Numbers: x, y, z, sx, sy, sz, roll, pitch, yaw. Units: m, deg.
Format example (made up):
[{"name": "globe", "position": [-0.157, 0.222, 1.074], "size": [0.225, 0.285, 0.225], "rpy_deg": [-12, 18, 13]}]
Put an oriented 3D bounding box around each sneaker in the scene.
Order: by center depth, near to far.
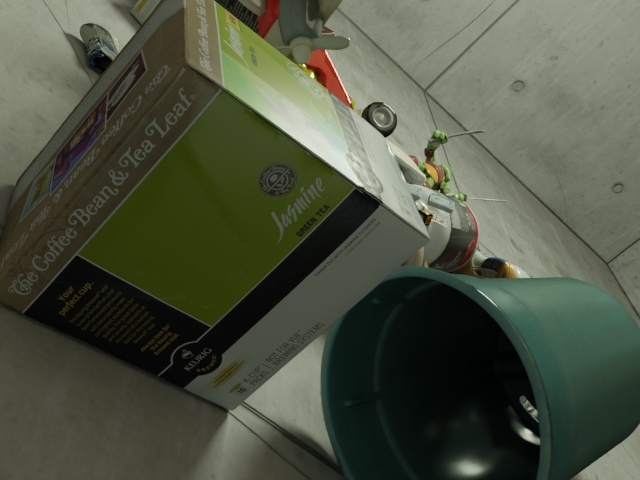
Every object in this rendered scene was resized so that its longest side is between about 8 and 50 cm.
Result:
[{"name": "sneaker", "position": [-0.358, -0.308, 1.304], "size": [0.135, 0.052, 0.058], "rpy_deg": [50, 27, 12]}, {"name": "sneaker", "position": [0.380, 0.084, 1.812], "size": [0.131, 0.112, 0.296], "rpy_deg": [22, 6, -25]}]

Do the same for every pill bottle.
[{"name": "pill bottle", "position": [0.210, -0.024, 1.678], "size": [0.176, 0.176, 0.318], "rpy_deg": [55, 20, 21]}]

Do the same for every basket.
[{"name": "basket", "position": [0.160, -0.178, 1.966], "size": [0.167, 0.113, 0.103], "rpy_deg": [32, 22, -33]}]

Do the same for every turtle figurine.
[{"name": "turtle figurine", "position": [0.326, -0.197, 2.143], "size": [0.274, 0.198, 0.266], "rpy_deg": [12, 17, 40]}]

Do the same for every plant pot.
[{"name": "plant pot", "position": [0.234, 0.188, 1.028], "size": [0.334, 0.341, 0.341], "rpy_deg": [-5, 53, -43]}]

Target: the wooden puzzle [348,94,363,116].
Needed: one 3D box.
[{"name": "wooden puzzle", "position": [0.029, -0.419, 2.236], "size": [0.238, 0.044, 0.221], "rpy_deg": [42, 22, -12]}]

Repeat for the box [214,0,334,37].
[{"name": "box", "position": [-0.173, -0.485, 1.718], "size": [0.381, 0.143, 0.191], "rpy_deg": [30, 20, 2]}]

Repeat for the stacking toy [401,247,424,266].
[{"name": "stacking toy", "position": [0.000, 0.000, 1.287], "size": [0.330, 0.141, 0.141], "rpy_deg": [13, 36, -28]}]

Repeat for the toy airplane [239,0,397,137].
[{"name": "toy airplane", "position": [-0.078, -0.283, 1.287], "size": [0.272, 0.386, 0.384], "rpy_deg": [-19, 36, -30]}]

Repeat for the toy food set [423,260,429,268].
[{"name": "toy food set", "position": [0.226, 0.149, 1.578], "size": [0.132, 0.038, 0.192], "rpy_deg": [-80, 147, -55]}]

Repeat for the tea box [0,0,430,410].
[{"name": "tea box", "position": [-0.124, -0.036, 0.876], "size": [0.323, 0.329, 0.220], "rpy_deg": [34, 25, -31]}]

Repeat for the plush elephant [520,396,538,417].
[{"name": "plush elephant", "position": [0.490, 0.224, 1.657], "size": [0.330, 0.272, 0.255], "rpy_deg": [-3, 76, -34]}]

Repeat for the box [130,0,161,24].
[{"name": "box", "position": [-0.259, -0.406, 1.593], "size": [0.244, 0.100, 0.060], "rpy_deg": [47, 21, 0]}]

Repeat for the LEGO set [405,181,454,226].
[{"name": "LEGO set", "position": [0.159, -0.090, 1.436], "size": [0.182, 0.060, 0.244], "rpy_deg": [22, 18, 5]}]
